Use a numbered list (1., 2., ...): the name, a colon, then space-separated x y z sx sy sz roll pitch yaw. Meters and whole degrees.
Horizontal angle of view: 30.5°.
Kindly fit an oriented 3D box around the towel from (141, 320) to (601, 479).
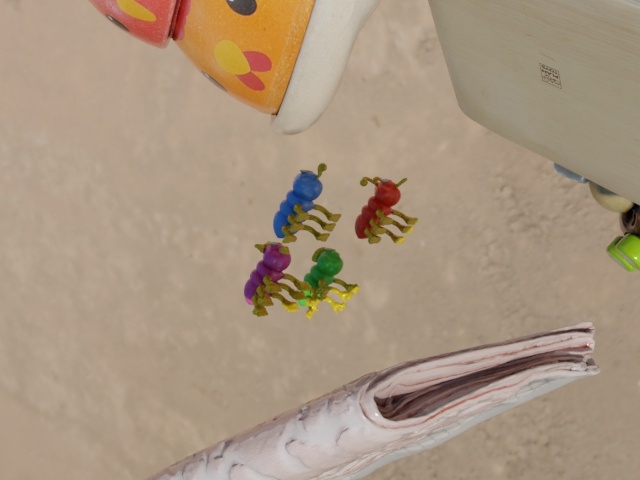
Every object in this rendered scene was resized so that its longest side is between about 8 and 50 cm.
1. towel: 0.020 0.159 0.926 0.332 0.317 0.053 -32 72 38

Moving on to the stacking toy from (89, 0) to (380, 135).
1. stacking toy: -0.177 -0.311 1.016 0.480 0.350 0.350 15 134 -6

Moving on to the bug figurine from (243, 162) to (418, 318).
1. bug figurine: 0.000 0.000 1.450 0.072 0.279 0.216 41 109 26

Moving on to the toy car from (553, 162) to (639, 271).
1. toy car: 0.419 -0.075 1.617 0.188 0.155 0.149 43 -179 5

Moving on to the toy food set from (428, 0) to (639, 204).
1. toy food set: 0.205 -0.154 0.901 0.306 0.092 0.220 33 159 36
